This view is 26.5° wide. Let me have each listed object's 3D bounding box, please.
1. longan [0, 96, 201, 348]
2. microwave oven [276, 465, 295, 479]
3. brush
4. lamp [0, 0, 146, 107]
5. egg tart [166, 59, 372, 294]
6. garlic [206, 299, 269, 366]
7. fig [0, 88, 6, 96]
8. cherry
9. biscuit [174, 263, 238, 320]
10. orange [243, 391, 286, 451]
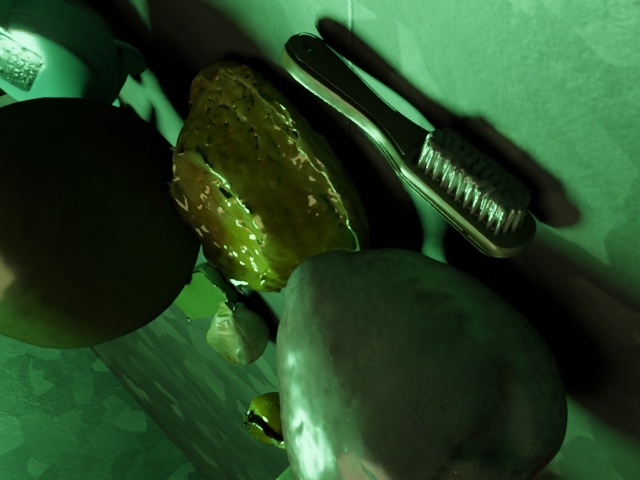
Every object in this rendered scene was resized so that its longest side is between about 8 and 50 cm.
[{"bbox_3d":[-0.338,-0.029,1.788,0.361,0.361,0.361,41,160,18],"label":"longan"},{"bbox_3d":[0.091,0.332,1.927,0.145,0.240,0.194,21,148,51],"label":"microwave oven"},{"bbox_3d":[0.087,-0.110,1.340,0.327,0.070,0.065,42,143,19],"label":"brush"},{"bbox_3d":[-0.390,-0.265,1.854,0.284,0.147,0.209,10,153,-22],"label":"lamp"},{"bbox_3d":[-0.077,-0.052,1.651,0.345,0.132,0.345,42,153,27],"label":"egg tart"},{"bbox_3d":[-0.138,0.161,2.304,0.101,0.087,0.195,29,164,2],"label":"garlic"},{"bbox_3d":[-0.492,-0.365,1.963,0.217,0.217,0.321,37,130,28],"label":"fig"},{"bbox_3d":[0.108,0.169,1.495,0.326,0.291,0.335,-8,88,35],"label":"cherry"},{"bbox_3d":[-0.217,0.092,2.431,0.099,0.038,0.322,46,161,-7],"label":"biscuit"},{"bbox_3d":[-0.056,0.333,2.454,0.160,0.112,0.170,20,173,33],"label":"orange"}]
